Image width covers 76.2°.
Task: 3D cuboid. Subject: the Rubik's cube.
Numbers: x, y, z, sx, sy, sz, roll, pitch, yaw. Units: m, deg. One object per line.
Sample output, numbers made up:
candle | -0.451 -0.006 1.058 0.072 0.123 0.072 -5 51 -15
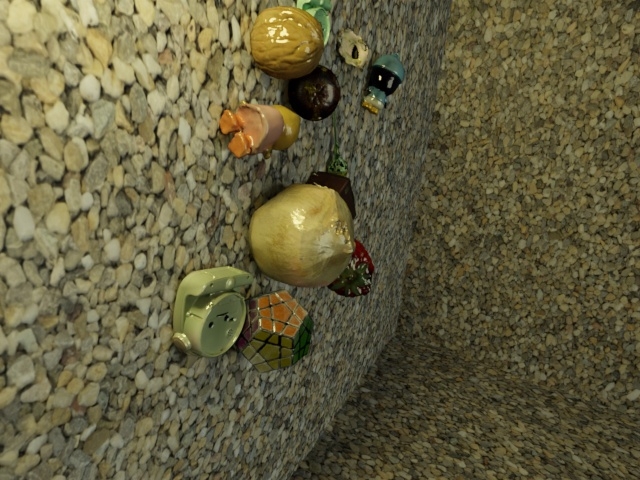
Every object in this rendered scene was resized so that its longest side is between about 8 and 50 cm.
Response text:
Rubik's cube | -0.179 0.326 1.501 0.319 0.319 0.263 -9 83 -62

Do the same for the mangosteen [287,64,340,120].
mangosteen | -0.023 -0.536 1.478 0.217 0.193 0.192 -95 -173 -65

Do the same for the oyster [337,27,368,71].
oyster | 0.134 -0.817 1.746 0.209 0.072 0.132 1 110 -44

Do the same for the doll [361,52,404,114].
doll | 0.312 -0.790 2.032 0.177 0.141 0.313 26 93 -34

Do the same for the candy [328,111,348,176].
candy | 0.077 -0.430 1.842 0.091 0.083 0.305 -11 111 -21

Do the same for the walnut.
walnut | -0.095 -0.588 1.222 0.228 0.228 0.227 -41 139 -49

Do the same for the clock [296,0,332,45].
clock | -0.024 -0.752 1.455 0.159 0.066 0.210 -32 133 -54

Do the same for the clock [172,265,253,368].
clock | -0.346 0.251 1.320 0.265 0.109 0.323 -9 113 -63

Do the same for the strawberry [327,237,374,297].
strawberry | 0.116 0.120 2.034 0.310 0.292 0.291 -138 -124 -69

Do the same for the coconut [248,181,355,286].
coconut | -0.035 -0.016 1.504 0.405 0.405 0.404 -41 139 -49

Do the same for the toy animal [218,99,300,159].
toy animal | -0.168 -0.353 1.282 0.281 0.169 0.195 -24 90 -61

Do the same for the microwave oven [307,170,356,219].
microwave oven | 0.037 -0.157 1.780 0.188 0.178 0.247 -58 150 -30
